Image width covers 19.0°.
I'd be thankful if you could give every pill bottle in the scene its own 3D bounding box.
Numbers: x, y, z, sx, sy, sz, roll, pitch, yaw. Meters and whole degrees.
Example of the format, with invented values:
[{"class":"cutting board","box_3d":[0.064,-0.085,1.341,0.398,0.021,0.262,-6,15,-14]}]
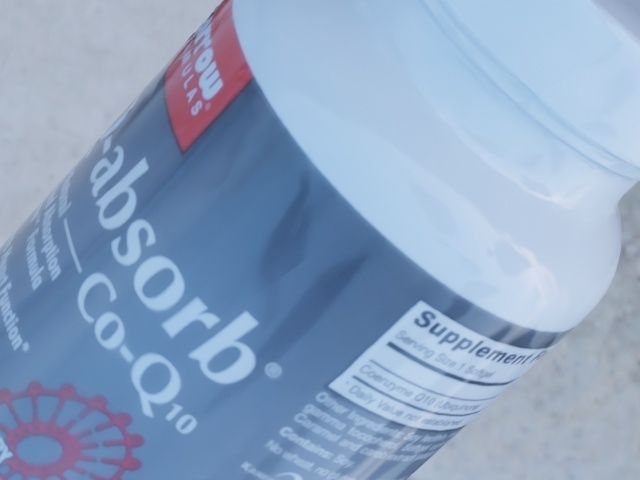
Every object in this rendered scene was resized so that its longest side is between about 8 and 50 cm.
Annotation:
[{"class":"pill bottle","box_3d":[0.000,0.000,0.854,0.210,0.210,0.363,35,115,-22]}]
